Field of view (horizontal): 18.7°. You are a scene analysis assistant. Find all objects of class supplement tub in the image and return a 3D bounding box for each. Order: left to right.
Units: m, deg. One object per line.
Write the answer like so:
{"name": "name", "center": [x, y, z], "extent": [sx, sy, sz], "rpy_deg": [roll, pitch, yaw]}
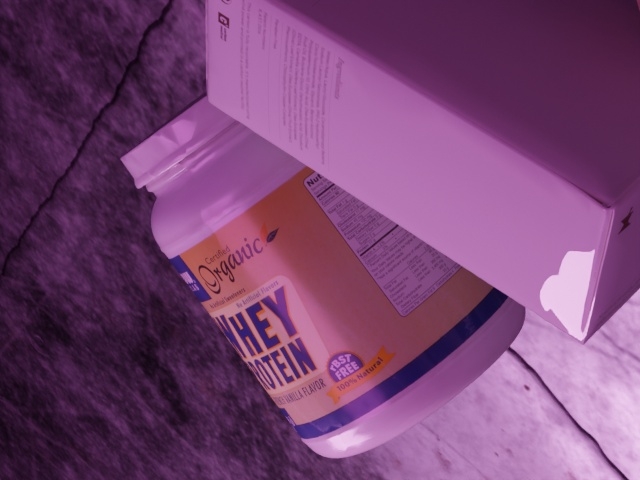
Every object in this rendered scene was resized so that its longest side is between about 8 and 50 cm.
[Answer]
{"name": "supplement tub", "center": [0.000, 0.000, 1.640], "extent": [0.316, 0.228, 0.228], "rpy_deg": [54, 148, -5]}

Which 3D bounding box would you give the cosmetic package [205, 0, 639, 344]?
{"name": "cosmetic package", "center": [0.110, -0.115, 1.417], "extent": [0.365, 0.197, 0.155], "rpy_deg": [36, 145, 25]}

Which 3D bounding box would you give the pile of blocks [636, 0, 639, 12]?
{"name": "pile of blocks", "center": [0.214, -0.266, 1.207], "extent": [0.149, 0.112, 0.362], "rpy_deg": [31, 143, 28]}
